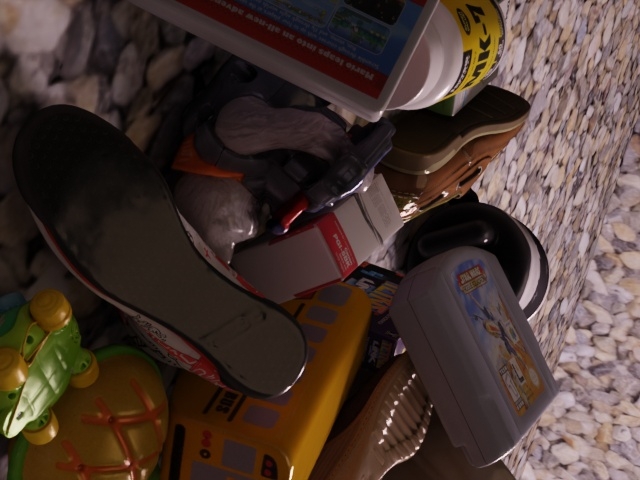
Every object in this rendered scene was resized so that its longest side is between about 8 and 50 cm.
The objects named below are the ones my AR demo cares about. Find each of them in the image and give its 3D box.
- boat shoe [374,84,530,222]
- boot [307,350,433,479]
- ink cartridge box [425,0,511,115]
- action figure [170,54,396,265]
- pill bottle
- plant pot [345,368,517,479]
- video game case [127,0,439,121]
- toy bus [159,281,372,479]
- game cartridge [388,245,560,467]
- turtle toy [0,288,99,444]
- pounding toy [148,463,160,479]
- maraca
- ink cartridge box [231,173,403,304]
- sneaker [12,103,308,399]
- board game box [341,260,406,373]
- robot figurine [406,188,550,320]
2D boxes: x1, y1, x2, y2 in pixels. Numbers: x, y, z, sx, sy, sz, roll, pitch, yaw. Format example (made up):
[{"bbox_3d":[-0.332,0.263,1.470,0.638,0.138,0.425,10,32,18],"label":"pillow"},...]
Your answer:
[{"bbox_3d":[0.146,-0.109,1.460,0.307,0.110,0.104,-26,137,-48],"label":"boat shoe"},{"bbox_3d":[-0.021,0.188,1.175,0.248,0.207,0.090,-53,132,-38],"label":"boot"},{"bbox_3d":[0.177,-0.238,1.461,0.209,0.062,0.109,-42,145,-52],"label":"ink cartridge box"},{"bbox_3d":[-0.025,-0.132,1.013,0.330,0.178,0.341,-60,-173,-10],"label":"action figure"},{"bbox_3d":[0.103,-0.198,1.238,0.208,0.119,0.119,-31,137,-59],"label":"pill bottle"},{"bbox_3d":[0.031,0.319,1.330,0.280,0.323,0.323,-42,150,-19],"label":"plant pot"},{"bbox_3d":[0.009,-0.246,0.853,0.285,0.204,0.025,-63,179,-18],"label":"video game case"},{"bbox_3d":[-0.043,0.113,1.074,0.333,0.130,0.108,-57,158,-60],"label":"toy bus"},{"bbox_3d":[0.163,0.105,1.261,0.198,0.062,0.297,68,21,2],"label":"game cartridge"},{"bbox_3d":[-0.206,0.088,0.802,0.130,0.066,0.095,-56,153,-31],"label":"turtle toy"},{"bbox_3d":[-0.168,0.284,1.012,0.183,0.110,0.237,15,94,-69],"label":"pounding toy"},{"bbox_3d":[-0.179,0.160,0.890,0.186,0.099,0.127,-58,140,-10],"label":"maraca"},{"bbox_3d":[0.000,0.000,1.075,0.135,0.099,0.056,-39,105,-55],"label":"ink cartridge box"},{"bbox_3d":[-0.136,0.013,0.878,0.270,0.145,0.090,46,71,-27],"label":"sneaker"},{"bbox_3d":[0.047,0.076,1.311,0.170,0.141,0.048,-30,135,-61],"label":"board game box"},{"bbox_3d":[0.214,0.041,1.660,0.209,0.173,0.278,-66,159,2],"label":"robot figurine"}]
